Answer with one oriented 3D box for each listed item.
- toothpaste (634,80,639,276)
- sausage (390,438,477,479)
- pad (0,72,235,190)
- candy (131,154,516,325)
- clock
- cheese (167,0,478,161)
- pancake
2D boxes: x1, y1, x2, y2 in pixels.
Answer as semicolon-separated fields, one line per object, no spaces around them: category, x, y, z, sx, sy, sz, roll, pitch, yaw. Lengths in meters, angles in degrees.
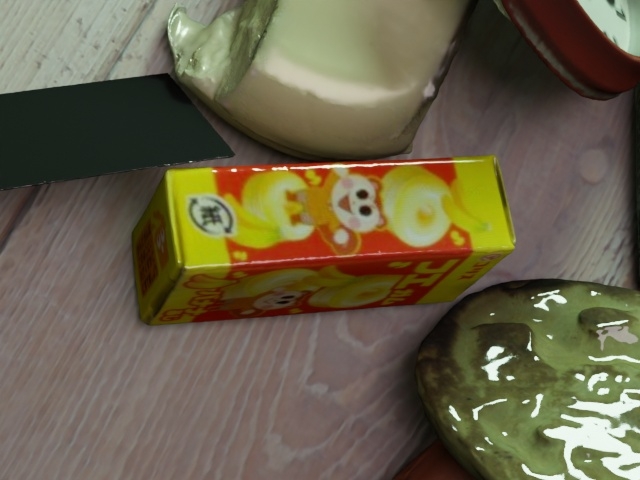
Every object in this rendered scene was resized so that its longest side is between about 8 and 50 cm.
toothpaste;0.297;-0.050;1.470;0.037;0.067;0.256;-2;85;-8
sausage;0.078;0.224;1.344;0.194;0.077;0.077;-39;95;-21
pad;-0.207;-0.082;1.259;0.245;0.170;0.006;-10;122;-21
candy;0.000;0.000;1.309;0.276;0.146;0.088;-3;70;-18
clock;0.186;-0.265;1.385;0.318;0.080;0.318;38;39;-40
cheese;0.012;-0.195;1.360;0.233;0.127;0.266;25;72;-11
pancake;0.217;0.124;1.331;0.294;0.049;0.294;-1;40;1
